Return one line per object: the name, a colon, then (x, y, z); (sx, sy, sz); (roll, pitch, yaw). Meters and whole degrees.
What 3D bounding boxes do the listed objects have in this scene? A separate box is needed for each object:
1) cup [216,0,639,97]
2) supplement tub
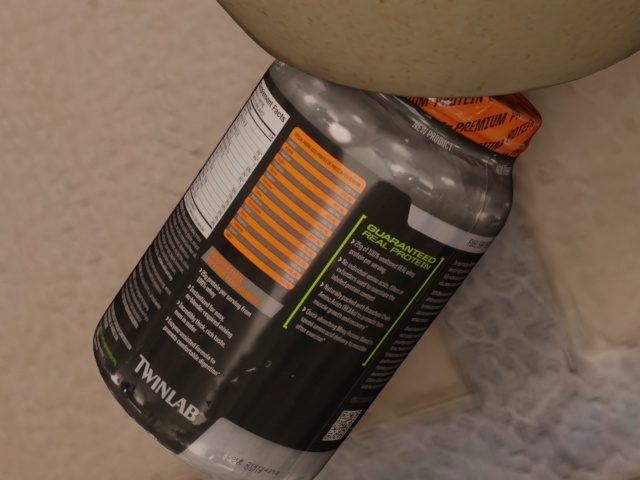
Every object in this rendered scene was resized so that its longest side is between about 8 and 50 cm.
cup: (0.045, -0.191, 0.522); (0.331, 0.331, 0.237); (2, 126, 10)
supplement tub: (0.000, 0.000, 0.644); (0.117, 0.117, 0.190); (36, 105, 1)
